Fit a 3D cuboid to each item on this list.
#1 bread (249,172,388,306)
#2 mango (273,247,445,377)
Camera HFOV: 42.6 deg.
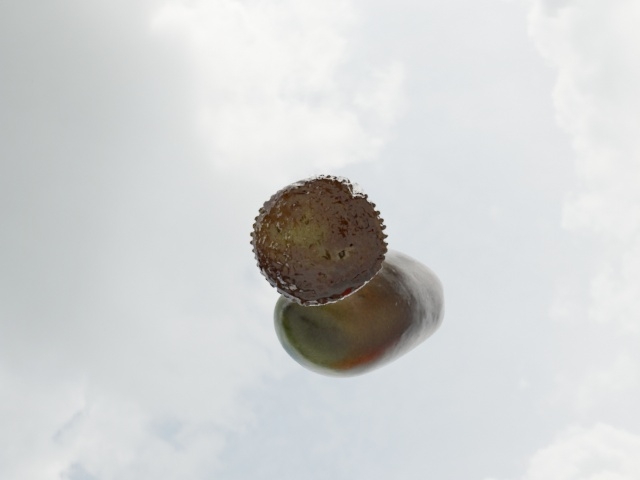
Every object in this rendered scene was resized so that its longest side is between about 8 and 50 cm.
[{"bbox_3d":[0.000,0.000,0.507,0.085,0.053,0.084,1,-79,4],"label":"bread"},{"bbox_3d":[0.037,0.069,0.846,0.268,0.111,0.133,-11,-110,-55],"label":"mango"}]
